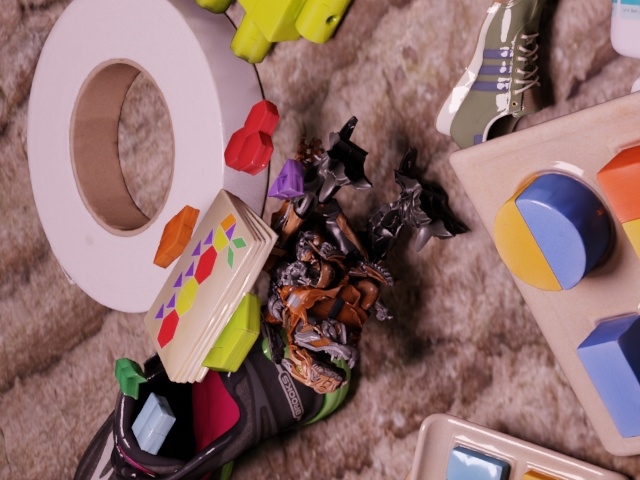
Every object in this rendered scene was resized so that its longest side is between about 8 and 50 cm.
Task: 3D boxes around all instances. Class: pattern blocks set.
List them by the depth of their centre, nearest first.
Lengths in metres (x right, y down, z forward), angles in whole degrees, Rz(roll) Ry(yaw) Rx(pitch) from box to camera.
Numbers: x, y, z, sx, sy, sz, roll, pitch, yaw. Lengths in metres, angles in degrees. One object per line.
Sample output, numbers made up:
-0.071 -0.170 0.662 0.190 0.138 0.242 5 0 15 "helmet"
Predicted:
-0.111 0.042 1.929 0.325 0.026 0.285 -54 29 21 "pattern blocks set"

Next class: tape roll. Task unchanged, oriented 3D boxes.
-0.207 -0.108 2.229 0.392 0.072 0.392 9 102 48 "tape roll"

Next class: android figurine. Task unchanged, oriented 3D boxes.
-0.044 -0.328 2.029 0.248 0.056 0.273 53 131 31 "android figurine"

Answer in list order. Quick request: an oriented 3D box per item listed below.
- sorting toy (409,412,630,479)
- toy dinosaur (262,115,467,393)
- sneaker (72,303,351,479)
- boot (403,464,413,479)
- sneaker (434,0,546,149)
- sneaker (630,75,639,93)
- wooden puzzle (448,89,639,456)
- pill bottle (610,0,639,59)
0.173 0.281 1.807 0.208 0.038 0.193 16 104 22 "sorting toy"
0.000 0.000 1.917 0.218 0.164 0.322 -48 53 29 "toy dinosaur"
-0.168 0.201 2.122 0.483 0.202 0.185 -45 61 41 "sneaker"
0.054 0.319 1.980 0.236 0.089 0.269 45 128 20 "boot"
0.182 -0.154 1.796 0.086 0.064 0.192 45 126 27 "sneaker"
0.319 -0.057 1.641 0.080 0.094 0.212 -126 24 -46 "sneaker"
0.280 0.040 1.600 0.348 0.080 0.322 -15 109 50 "wooden puzzle"
0.316 -0.278 1.561 0.146 0.146 0.264 13 105 47 "pill bottle"
